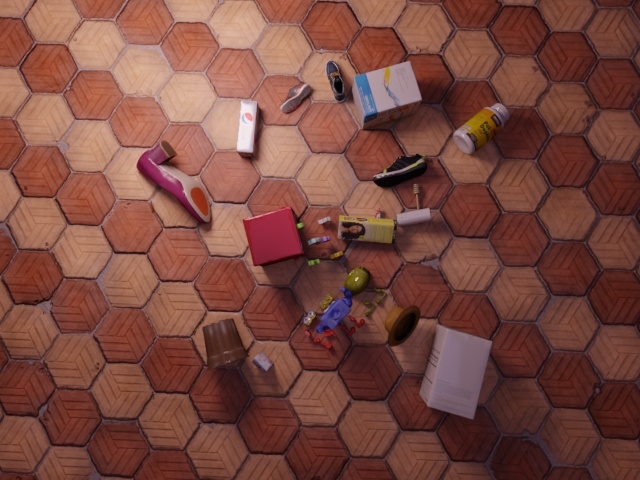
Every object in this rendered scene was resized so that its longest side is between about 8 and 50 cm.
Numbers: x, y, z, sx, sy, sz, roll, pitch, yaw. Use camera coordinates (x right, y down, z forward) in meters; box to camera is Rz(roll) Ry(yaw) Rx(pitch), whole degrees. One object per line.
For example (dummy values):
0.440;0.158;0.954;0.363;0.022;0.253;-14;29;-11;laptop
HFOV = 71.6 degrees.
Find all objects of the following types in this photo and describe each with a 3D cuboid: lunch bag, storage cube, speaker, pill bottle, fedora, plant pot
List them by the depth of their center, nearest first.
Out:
-0.378;0.399;1.731;0.166;0.167;0.165;-17;78;-1;plant pot
-0.177;-0.012;1.739;0.193;0.183;0.215;-15;87;1;storage cube
0.307;0.321;1.739;0.079;0.194;0.194;36;86;39;fedora
-0.230;0.482;1.754;0.071;0.083;0.053;42;87;3;lunch bag
0.376;-0.093;1.786;0.136;0.055;0.055;-11;86;14;speaker
0.652;-0.454;1.792;0.215;0.117;0.117;-40;86;-2;pill bottle

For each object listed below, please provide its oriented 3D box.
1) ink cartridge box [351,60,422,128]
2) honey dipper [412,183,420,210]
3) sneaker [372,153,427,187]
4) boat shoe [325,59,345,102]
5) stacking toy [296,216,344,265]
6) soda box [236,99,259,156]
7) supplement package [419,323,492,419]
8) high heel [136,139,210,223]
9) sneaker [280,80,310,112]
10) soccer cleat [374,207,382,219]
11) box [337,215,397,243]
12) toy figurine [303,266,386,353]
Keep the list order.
0.261;-0.577;1.779;0.232;0.171;0.168;-16;86;0;ink cartridge box
0.400;-0.149;1.818;0.030;0.030;0.161;-6;87;0;honey dipper
0.320;-0.292;1.818;0.234;0.084;0.097;-16;62;-1;sneaker
0.065;-0.670;1.831;0.065;0.083;0.184;-16;86;-1;boat shoe
0.000;0.000;1.732;0.052;0.221;0.167;-22;85;33;stacking toy
-0.297;-0.458;1.825;0.069;0.074;0.216;5;86;1;soda box
0.512;0.492;1.698;0.177;0.175;0.293;16;86;3;supplement package
-0.598;-0.208;1.818;0.181;0.127;0.378;-29;90;27;high heel
-0.113;-0.600;1.852;0.158;0.061;0.065;-42;60;-3;sneaker
0.239;-0.092;1.818;0.035;0.029;0.083;15;90;-7;soccer cleat
0.187;-0.044;1.784;0.232;0.058;0.088;3;117;1;box
0.096;0.274;1.699;0.362;0.217;0.191;-45;87;-2;toy figurine
